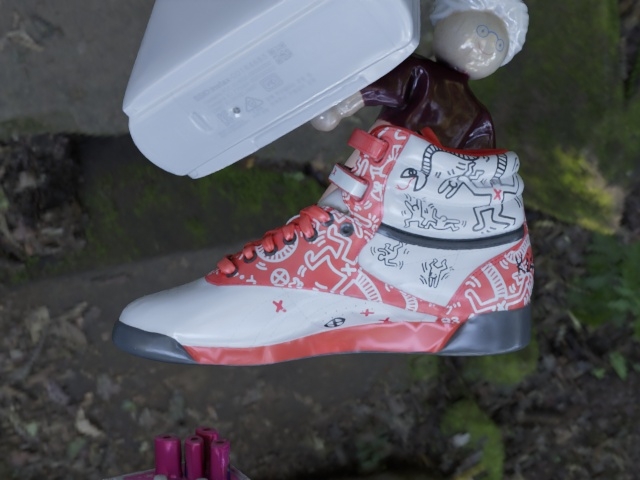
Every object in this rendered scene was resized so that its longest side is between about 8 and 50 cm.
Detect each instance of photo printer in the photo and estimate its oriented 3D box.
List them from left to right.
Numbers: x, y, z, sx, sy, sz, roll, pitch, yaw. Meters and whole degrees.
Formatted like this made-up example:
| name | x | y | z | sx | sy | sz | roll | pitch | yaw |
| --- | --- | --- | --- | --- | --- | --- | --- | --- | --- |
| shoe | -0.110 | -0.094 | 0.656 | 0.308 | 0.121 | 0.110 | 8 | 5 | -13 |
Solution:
| name | x | y | z | sx | sy | sz | roll | pitch | yaw |
| --- | --- | --- | --- | --- | --- | --- | --- | --- | --- |
| photo printer | -0.033 | -0.220 | 0.968 | 0.256 | 0.307 | 0.107 | -27 | 124 | 26 |

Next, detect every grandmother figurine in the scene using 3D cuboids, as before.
| name | x | y | z | sx | sy | sz | roll | pitch | yaw |
| --- | --- | --- | --- | --- | --- | --- | --- | --- | --- |
| grandmother figurine | 0.088 | -0.083 | 1.007 | 0.208 | 0.104 | 0.342 | 32 | 82 | -40 |

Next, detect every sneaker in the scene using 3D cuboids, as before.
| name | x | y | z | sx | sy | sz | roll | pitch | yaw |
| --- | --- | --- | --- | --- | --- | --- | --- | --- | --- |
| sneaker | 0.001 | 0.000 | 0.716 | 0.270 | 0.090 | 0.145 | -2 | 98 | -1 |

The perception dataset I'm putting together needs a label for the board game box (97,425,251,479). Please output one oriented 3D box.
| name | x | y | z | sx | sy | sz | roll | pitch | yaw |
| --- | --- | --- | --- | --- | --- | --- | --- | --- | --- |
| board game box | -0.186 | 0.246 | 0.866 | 0.390 | 0.390 | 0.050 | -7 | 100 | -27 |
